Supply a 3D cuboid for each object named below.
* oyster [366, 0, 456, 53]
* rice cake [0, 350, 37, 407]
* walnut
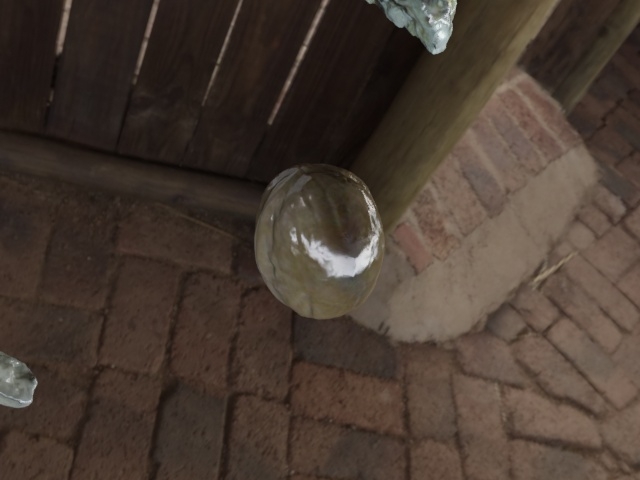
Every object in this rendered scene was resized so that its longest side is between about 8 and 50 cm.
[{"bbox_3d":[0.016,-0.292,0.553,0.158,0.162,0.351,-53,125,-34],"label":"oyster"},{"bbox_3d":[-0.395,0.099,0.769,0.256,0.057,0.052,38,73,-34],"label":"rice cake"},{"bbox_3d":[-0.001,0.001,0.796,0.140,0.162,0.140,-15,31,9],"label":"walnut"}]
